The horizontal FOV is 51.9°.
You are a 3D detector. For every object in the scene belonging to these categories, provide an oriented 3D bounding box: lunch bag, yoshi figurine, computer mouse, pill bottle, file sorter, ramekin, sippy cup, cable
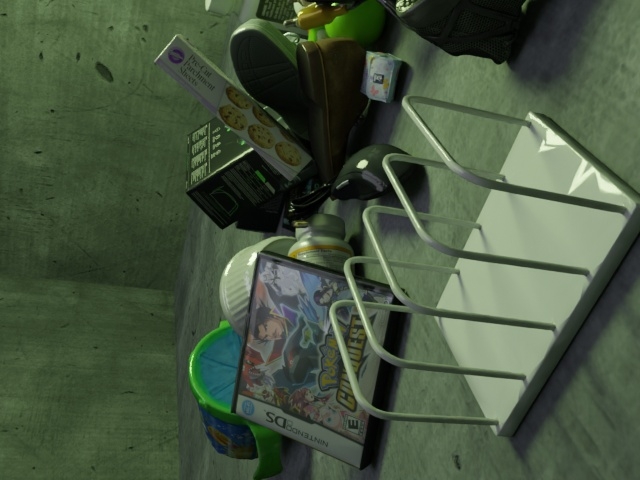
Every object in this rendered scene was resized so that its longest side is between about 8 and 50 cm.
[{"bbox_3d":[0.099,-0.266,1.063,0.083,0.053,0.071,-124,39,-59],"label":"lunch bag"},{"bbox_3d":[0.035,-0.478,1.110,0.203,0.204,0.362,-100,2,-58],"label":"yoshi figurine"},{"bbox_3d":[0.029,-0.087,1.023,0.184,0.060,0.262,-40,15,-11],"label":"computer mouse"},{"bbox_3d":[-0.076,-0.497,1.311,0.161,0.283,0.161,-172,90,-72],"label":"pill bottle"},{"bbox_3d":[0.134,0.024,0.650,0.192,0.173,0.277,-108,31,-54],"label":"file sorter"},{"bbox_3d":[0.002,0.065,1.118,0.117,0.118,0.208,131,142,-59],"label":"pill bottle"},{"bbox_3d":[-0.071,0.089,1.206,0.109,0.207,0.207,-38,46,52],"label":"ramekin"},{"bbox_3d":[-0.153,0.325,1.351,0.305,0.240,0.224,-66,-11,-48],"label":"sippy cup"},{"bbox_3d":[0.067,-0.375,0.968,0.072,0.287,0.139,-17,-62,-62],"label":"cable"}]

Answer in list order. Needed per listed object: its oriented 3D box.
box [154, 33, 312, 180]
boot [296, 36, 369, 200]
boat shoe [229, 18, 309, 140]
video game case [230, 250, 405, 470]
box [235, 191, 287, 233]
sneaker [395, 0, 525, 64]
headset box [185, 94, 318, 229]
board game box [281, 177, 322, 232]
[{"bbox_3d":[-0.152,-0.239,1.197,0.067,0.324,0.063,-45,17,11],"label":"box"},{"bbox_3d":[0.036,-0.207,1.159,0.112,0.115,0.305,-123,22,-49],"label":"boot"},{"bbox_3d":[-0.056,-0.303,1.220,0.118,0.320,0.103,-10,62,29],"label":"boat shoe"},{"bbox_3d":[-0.013,0.176,1.006,0.248,0.035,0.274,15,99,29],"label":"video game case"},{"bbox_3d":[-0.152,-0.145,1.684,0.153,0.108,0.207,-109,32,-53],"label":"box"},{"bbox_3d":[0.208,-0.278,0.712,0.228,0.130,0.087,-27,47,35],"label":"sneaker"},{"bbox_3d":[-0.146,-0.202,1.450,0.283,0.131,0.246,-31,38,13],"label":"headset box"},{"bbox_3d":[-0.044,-0.078,1.459,0.186,0.026,0.126,-156,74,-71],"label":"board game box"}]
